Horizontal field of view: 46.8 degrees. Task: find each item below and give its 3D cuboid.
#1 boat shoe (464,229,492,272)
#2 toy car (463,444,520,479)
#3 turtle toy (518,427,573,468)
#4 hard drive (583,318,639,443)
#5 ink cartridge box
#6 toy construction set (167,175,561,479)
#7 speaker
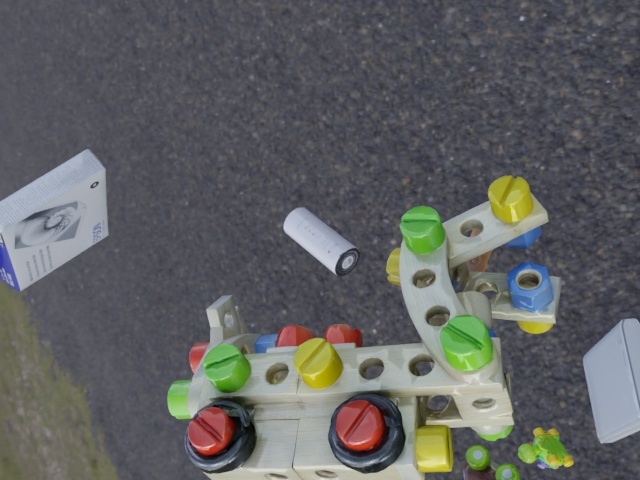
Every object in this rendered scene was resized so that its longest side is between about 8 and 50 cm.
[{"bbox_3d":[0.265,0.031,1.333,0.207,0.073,0.073,-58,9,2],"label":"boat shoe"},{"bbox_3d":[0.349,0.579,1.625,0.149,0.188,0.155,27,154,38],"label":"toy car"},{"bbox_3d":[0.515,0.488,1.710,0.066,0.130,0.095,-56,37,33],"label":"turtle toy"},{"bbox_3d":[0.628,0.306,1.563,0.307,0.040,0.203,77,-171,-67],"label":"hard drive"},{"bbox_3d":[-0.402,-0.007,1.038,0.045,0.224,0.223,49,154,10],"label":"ink cartridge box"},{"bbox_3d":[0.012,0.082,0.547,0.327,0.151,0.215,-18,45,30],"label":"toy construction set"},{"bbox_3d":[0.000,0.000,1.212,0.136,0.055,0.055,38,131,35],"label":"speaker"}]
